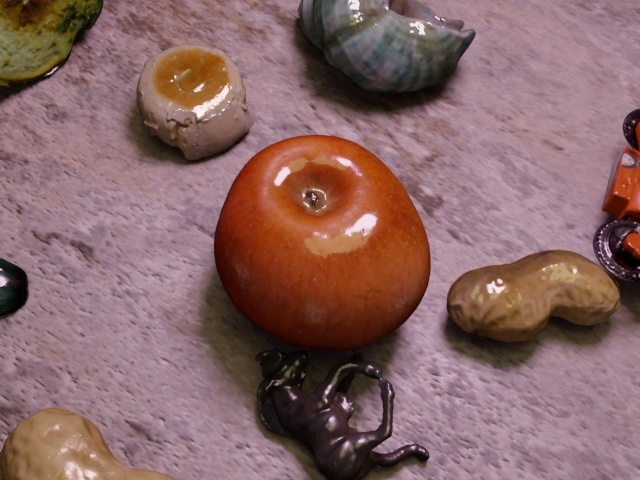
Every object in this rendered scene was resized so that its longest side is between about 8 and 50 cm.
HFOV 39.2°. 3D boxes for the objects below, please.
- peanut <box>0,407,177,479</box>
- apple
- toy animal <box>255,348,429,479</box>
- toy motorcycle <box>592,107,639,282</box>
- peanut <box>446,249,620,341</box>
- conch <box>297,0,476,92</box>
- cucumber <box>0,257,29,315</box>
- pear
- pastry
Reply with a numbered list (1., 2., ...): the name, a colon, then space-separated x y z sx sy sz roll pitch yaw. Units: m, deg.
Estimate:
1. peanut: -0.206 0.293 0.926 0.147 0.147 0.319 -39 65 -25
2. apple: 0.000 0.000 1.075 0.251 0.206 0.272 -6 53 -15
3. toy animal: 0.020 0.213 1.041 0.148 0.084 0.233 -31 67 -10
4. toy motorcycle: 0.493 -0.051 1.203 0.221 0.148 0.326 23 57 4
5. peanut: 0.270 0.069 1.137 0.229 0.098 0.103 -11 102 -12
6. conch: 0.076 -0.319 1.315 0.277 0.195 0.220 15 34 30
7. cucumber: -0.478 0.037 1.093 0.243 0.063 0.115 6 59 -5
8. pear: -0.472 -0.358 1.280 0.255 0.164 0.238 29 79 20
9. pastry: -0.177 -0.196 1.252 0.165 0.088 0.166 2 61 -3
